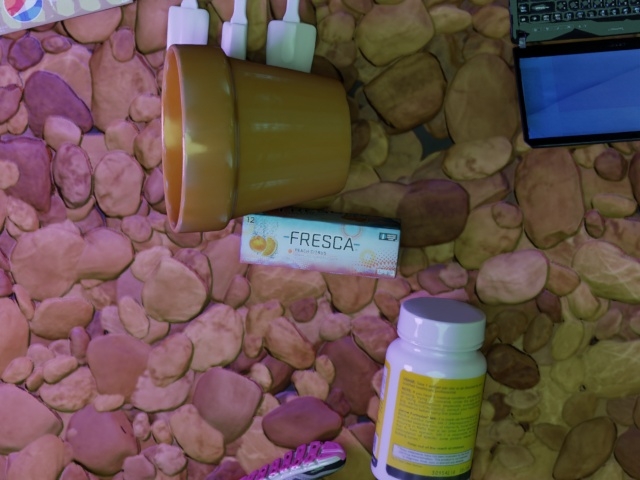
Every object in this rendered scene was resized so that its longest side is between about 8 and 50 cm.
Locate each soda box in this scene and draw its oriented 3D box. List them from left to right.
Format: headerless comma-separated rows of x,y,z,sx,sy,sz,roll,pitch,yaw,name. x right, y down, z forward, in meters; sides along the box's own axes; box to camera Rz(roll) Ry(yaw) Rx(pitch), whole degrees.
-0.296,-0.277,1.672,0.181,0.058,0.061,-12,103,7,soda box
0.000,0.000,1.723,0.183,0.058,0.063,6,104,1,soda box

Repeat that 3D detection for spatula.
-0.084,-0.291,1.679,0.168,0.019,0.242,8,104,7,spatula

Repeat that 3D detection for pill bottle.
0.128,0.179,1.729,0.119,0.119,0.208,8,105,2,pill bottle

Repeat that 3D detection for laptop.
0.322,-0.248,1.601,0.234,0.136,0.264,-4,104,4,laptop

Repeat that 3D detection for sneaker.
-0.034,0.302,1.800,0.170,0.063,0.075,-29,100,15,sneaker

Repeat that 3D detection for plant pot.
-0.071,-0.112,1.641,0.188,0.205,0.205,-1,105,-12,plant pot
